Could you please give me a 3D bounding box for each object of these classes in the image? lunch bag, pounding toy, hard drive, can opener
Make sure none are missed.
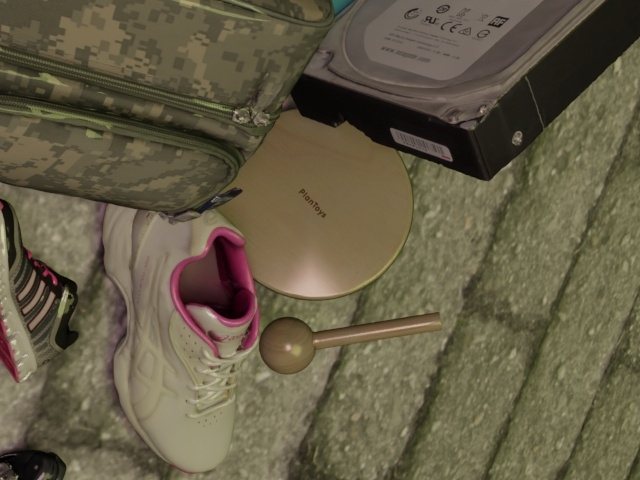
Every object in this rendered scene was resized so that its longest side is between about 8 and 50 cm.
[{"bbox_3d":[-0.173,-0.143,0.851,0.305,0.213,0.256,10,133,-33],"label":"lunch bag"},{"bbox_3d":[0.000,0.000,1.134,0.182,0.110,0.237,-14,79,-5],"label":"pounding toy"},{"bbox_3d":[0.158,-0.203,1.006,0.339,0.237,0.064,-42,130,-20],"label":"hard drive"},{"bbox_3d":[-0.290,0.257,1.023,0.186,0.059,0.073,-51,132,-15],"label":"can opener"}]

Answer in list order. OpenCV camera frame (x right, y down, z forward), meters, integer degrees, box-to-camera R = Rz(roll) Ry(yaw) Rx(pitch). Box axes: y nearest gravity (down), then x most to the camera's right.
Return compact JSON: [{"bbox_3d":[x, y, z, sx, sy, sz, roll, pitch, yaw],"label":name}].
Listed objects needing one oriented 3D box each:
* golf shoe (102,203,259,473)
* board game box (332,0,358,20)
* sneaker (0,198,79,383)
[{"bbox_3d":[-0.113,0.093,1.061,0.115,0.140,0.306,-26,123,-33],"label":"golf shoe"},{"bbox_3d":[-0.018,-0.321,1.024,0.254,0.079,0.336,-55,132,-10],"label":"board game box"},{"bbox_3d":[-0.240,0.033,0.980,0.074,0.063,0.170,-26,127,-31],"label":"sneaker"}]
